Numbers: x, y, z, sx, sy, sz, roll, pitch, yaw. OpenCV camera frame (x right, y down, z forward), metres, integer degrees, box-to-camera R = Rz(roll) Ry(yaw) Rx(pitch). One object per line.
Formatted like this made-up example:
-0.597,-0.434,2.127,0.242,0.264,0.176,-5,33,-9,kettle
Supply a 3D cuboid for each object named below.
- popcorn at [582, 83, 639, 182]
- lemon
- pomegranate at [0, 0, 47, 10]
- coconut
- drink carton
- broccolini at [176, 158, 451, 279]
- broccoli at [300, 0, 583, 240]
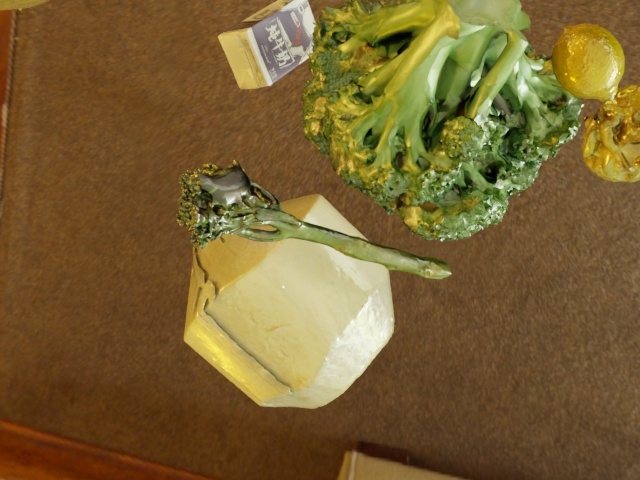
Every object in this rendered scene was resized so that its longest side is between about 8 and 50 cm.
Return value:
0.622,-0.217,1.481,0.169,0.189,0.218,36,124,3,popcorn
0.252,-0.166,0.693,0.062,0.062,0.083,-35,92,18,lemon
-0.376,-0.386,0.804,0.281,0.281,0.281,3,110,7,pomegranate
-0.052,0.078,1.094,0.322,0.323,0.323,3,110,7,coconut
-0.108,-0.454,1.680,0.101,0.222,0.134,3,126,43,drink carton
-0.004,-0.002,0.614,0.254,0.057,0.071,20,96,-31,broccolini
0.131,-0.156,0.778,0.307,0.308,0.275,27,150,-2,broccoli
